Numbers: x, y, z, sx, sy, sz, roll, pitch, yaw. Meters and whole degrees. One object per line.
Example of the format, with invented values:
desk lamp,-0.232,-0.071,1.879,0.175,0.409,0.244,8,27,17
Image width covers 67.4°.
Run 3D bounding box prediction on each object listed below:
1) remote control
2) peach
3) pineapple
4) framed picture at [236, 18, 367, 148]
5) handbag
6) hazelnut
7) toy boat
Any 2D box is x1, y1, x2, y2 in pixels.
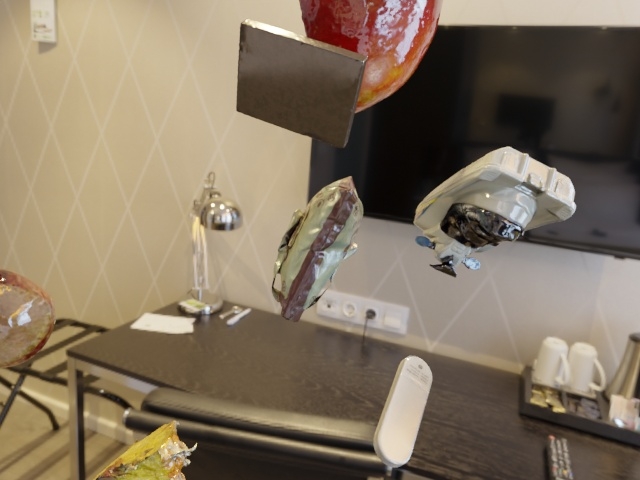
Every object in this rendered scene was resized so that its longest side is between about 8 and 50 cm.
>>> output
remote control,0.167,0.328,0.944,0.077,0.022,0.245,37,42,-2
peach,0.057,-0.376,0.817,0.281,0.338,0.281,27,14,-7
pineapple,-0.257,0.384,0.736,0.164,0.250,0.140,43,15,-4
framed picture,-0.031,-0.208,0.647,0.168,0.128,0.023,21,43,8
handbag,0.000,0.000,0.831,0.127,0.235,0.213,25,15,-8
hazelnut,-0.470,0.108,0.709,0.143,0.154,0.143,-25,28,15
toy boat,0.220,-0.025,0.683,0.140,0.141,0.269,1,-23,-18
